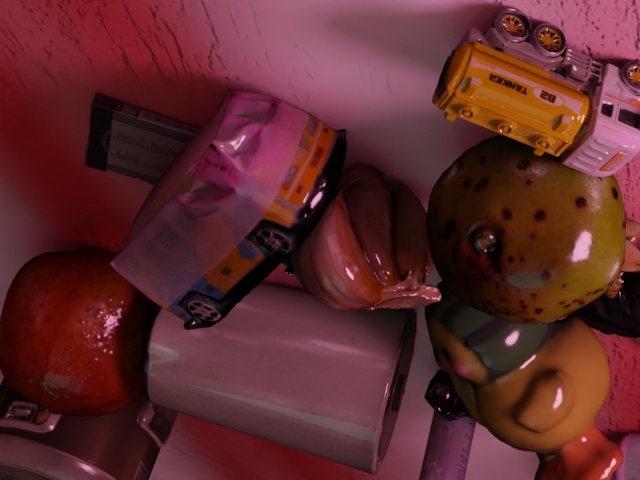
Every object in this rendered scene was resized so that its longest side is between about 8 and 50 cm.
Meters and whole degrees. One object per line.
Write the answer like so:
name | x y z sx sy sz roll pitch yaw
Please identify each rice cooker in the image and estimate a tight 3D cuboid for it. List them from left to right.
rice cooker | -0.430 0.322 2.198 0.335 0.325 0.335 14 148 9

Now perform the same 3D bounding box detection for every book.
book | -0.196 -0.112 1.629 0.231 0.026 0.157 18 149 -5

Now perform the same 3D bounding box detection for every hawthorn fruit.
hawthorn fruit | -0.386 0.158 1.952 0.275 0.300 0.275 24 175 2

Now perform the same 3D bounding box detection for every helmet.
helmet | 0.230 0.239 1.985 0.123 0.070 0.098 -15 130 34

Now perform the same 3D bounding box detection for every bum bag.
bum bag | 0.421 0.081 1.599 0.137 0.074 0.310 25 164 -12

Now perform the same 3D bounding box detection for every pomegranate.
pomegranate | 0.243 -0.005 1.418 0.231 0.231 0.286 3 169 23

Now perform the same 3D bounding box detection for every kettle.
kettle | -0.054 0.190 1.921 0.376 0.250 0.361 13 180 10

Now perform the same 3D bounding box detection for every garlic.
garlic | 0.034 0.009 1.536 0.214 0.191 0.160 -10 170 -43

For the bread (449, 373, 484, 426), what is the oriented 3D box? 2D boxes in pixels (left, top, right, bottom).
bread | 0.256 0.192 1.796 0.149 0.188 0.065 -13 179 28

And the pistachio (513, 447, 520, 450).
pistachio | 0.350 0.267 1.930 0.145 0.117 0.200 27 156 -18

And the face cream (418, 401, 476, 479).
face cream | 0.210 0.351 2.027 0.075 0.229 0.075 12 151 7

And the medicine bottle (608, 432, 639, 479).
medicine bottle | 0.571 0.380 2.002 0.274 0.133 0.133 -4 146 34

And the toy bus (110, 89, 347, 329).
toy bus | -0.125 -0.039 1.532 0.162 0.171 0.386 28 146 -15

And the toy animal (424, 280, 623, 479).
toy animal | 0.284 0.174 1.666 0.338 0.191 0.216 53 169 1

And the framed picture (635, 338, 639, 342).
framed picture | 0.593 0.181 1.749 0.260 0.023 0.189 36 146 -32

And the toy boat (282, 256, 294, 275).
toy boat | 0.000 0.000 1.694 0.055 0.060 0.141 29 142 -23

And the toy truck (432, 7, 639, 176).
toy truck | 0.229 -0.144 1.258 0.227 0.114 0.098 21 151 -9
